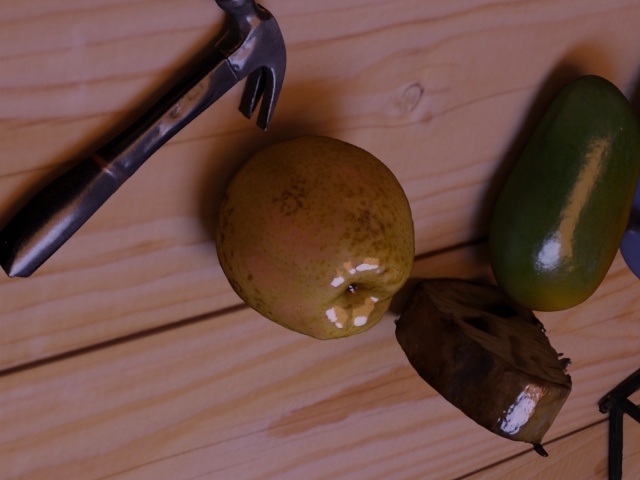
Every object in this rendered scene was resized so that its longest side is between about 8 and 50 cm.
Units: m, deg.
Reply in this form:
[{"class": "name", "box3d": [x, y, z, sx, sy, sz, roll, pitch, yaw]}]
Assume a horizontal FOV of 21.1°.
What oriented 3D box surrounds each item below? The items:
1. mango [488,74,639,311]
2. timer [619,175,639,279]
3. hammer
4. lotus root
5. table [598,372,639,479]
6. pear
[{"class": "mango", "box3d": [0.248, -0.047, 1.730, 0.156, 0.114, 0.251, 4, 107, -36]}, {"class": "timer", "box3d": [0.470, -0.092, 1.863, 0.395, 0.173, 0.395, -29, 141, -28]}, {"class": "hammer", "box3d": [-0.140, -0.073, 1.347, 0.290, 0.037, 0.137, -44, 142, -10]}, {"class": "lotus root", "box3d": [0.160, 0.106, 1.714, 0.170, 0.260, 0.074, 19, 111, -20]}, {"class": "table", "box3d": [0.534, 0.296, 2.239, 0.272, 0.222, 0.335, -35, 141, -22]}, {"class": "pear", "box3d": [0.000, 0.000, 1.453, 0.178, 0.178, 0.178, -28, 139, -28]}]
